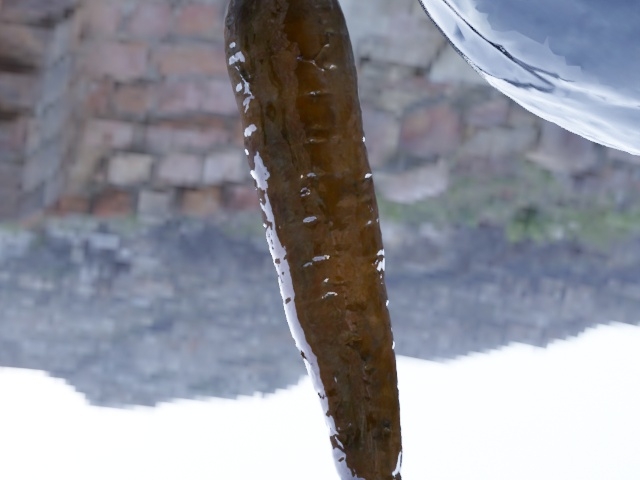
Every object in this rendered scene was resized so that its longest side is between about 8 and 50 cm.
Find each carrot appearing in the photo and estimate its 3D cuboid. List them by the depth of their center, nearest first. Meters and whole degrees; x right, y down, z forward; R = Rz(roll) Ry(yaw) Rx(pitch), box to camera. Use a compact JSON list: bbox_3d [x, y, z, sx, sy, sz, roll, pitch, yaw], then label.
[{"bbox_3d":[0.000,0.000,0.668,0.047,0.191,0.047,-9,175,-1],"label":"carrot"}]

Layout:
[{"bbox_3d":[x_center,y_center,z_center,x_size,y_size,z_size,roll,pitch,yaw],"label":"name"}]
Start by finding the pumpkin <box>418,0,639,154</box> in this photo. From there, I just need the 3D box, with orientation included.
[{"bbox_3d":[0.125,-0.177,0.499,0.241,0.323,0.323,3,-159,6],"label":"pumpkin"}]
